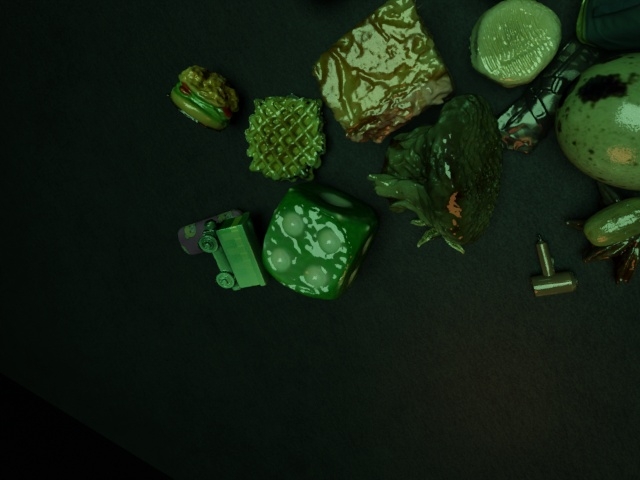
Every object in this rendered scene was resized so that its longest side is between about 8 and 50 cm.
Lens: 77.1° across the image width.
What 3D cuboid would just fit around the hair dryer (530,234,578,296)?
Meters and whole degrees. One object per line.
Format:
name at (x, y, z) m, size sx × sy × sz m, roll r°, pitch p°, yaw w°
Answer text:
hair dryer at (0.667, 0.069, 1.174) m, size 0.117 × 0.064 × 0.181 m, roll -14°, pitch 93°, yaw 23°

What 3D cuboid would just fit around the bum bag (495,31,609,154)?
bum bag at (0.603, -0.374, 1.066) m, size 0.144 × 0.095 × 0.340 m, roll 45°, pitch 112°, yaw 9°

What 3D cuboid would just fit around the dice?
dice at (0.000, 0.000, 1.294) m, size 0.298 × 0.287 × 0.299 m, roll 26°, pitch 111°, yaw 10°

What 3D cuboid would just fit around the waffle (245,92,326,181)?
waffle at (-0.120, -0.346, 1.371) m, size 0.318 × 0.073 × 0.296 m, roll 11°, pitch 102°, yaw 26°

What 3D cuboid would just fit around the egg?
egg at (0.738, -0.264, 0.927) m, size 0.380 × 0.287 × 0.287 m, roll 18°, pitch 110°, yaw -4°

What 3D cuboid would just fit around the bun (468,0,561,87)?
bun at (0.498, -0.511, 1.049) m, size 0.221 × 0.134 × 0.220 m, roll 1°, pitch 93°, yaw 15°

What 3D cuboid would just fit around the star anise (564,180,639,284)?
star anise at (0.826, -0.037, 1.057) m, size 0.316 × 0.108 × 0.314 m, roll 5°, pitch 103°, yaw 23°

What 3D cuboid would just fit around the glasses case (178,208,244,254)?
glasses case at (-0.418, -0.029, 1.562) m, size 0.317 × 0.076 × 0.123 m, roll -16°, pitch 100°, yaw 22°

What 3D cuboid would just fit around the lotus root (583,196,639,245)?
lotus root at (0.748, -0.052, 0.985) m, size 0.183 × 0.077 × 0.090 m, roll -30°, pitch 89°, yaw 29°

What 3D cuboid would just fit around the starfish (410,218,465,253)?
starfish at (0.394, -0.033, 1.246) m, size 0.208 × 0.053 × 0.175 m, roll -27°, pitch 74°, yaw 12°

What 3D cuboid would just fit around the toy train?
toy train at (-0.307, 0.049, 1.466) m, size 0.203 × 0.120 × 0.300 m, roll -11°, pitch 116°, yaw 11°

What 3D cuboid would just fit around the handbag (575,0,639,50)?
handbag at (0.728, -0.552, 0.855) m, size 0.223 × 0.241 × 0.262 m, roll 2°, pitch 105°, yaw -12°

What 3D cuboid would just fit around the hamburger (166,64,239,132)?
hamburger at (-0.376, -0.489, 1.359) m, size 0.237 × 0.237 × 0.148 m, roll 42°, pitch 111°, yaw 7°

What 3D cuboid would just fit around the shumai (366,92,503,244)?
shumai at (0.307, -0.192, 1.117) m, size 0.324 × 0.324 × 0.397 m, roll 11°, pitch 130°, yaw 42°

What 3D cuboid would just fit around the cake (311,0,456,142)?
cake at (0.184, -0.443, 1.099) m, size 0.315 × 0.307 × 0.292 m, roll -25°, pitch 98°, yaw 24°
